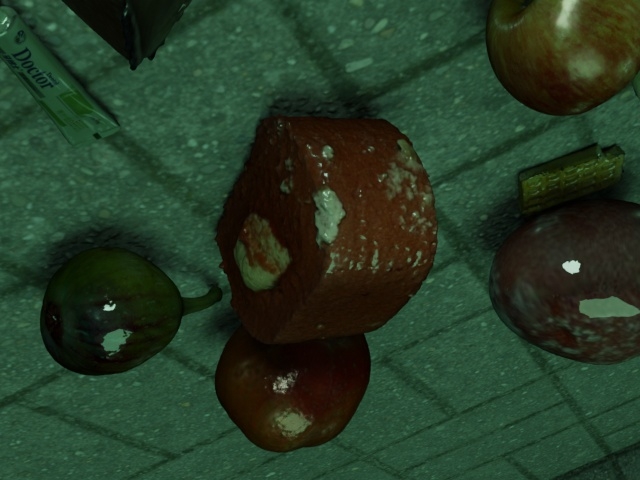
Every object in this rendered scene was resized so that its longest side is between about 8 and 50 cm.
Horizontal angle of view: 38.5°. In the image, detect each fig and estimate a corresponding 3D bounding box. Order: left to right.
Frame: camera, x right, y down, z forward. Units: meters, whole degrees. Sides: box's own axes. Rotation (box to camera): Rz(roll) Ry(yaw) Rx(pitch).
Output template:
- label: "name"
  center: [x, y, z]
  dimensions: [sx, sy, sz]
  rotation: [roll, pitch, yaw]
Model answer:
- label: "fig"
  center: [-0.185, 0.075, 1.010]
  dimensions: [0.245, 0.149, 0.149]
  rotation: [-4, 148, -47]

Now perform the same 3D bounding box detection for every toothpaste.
- label: "toothpaste"
  center: [-0.223, -0.132, 0.746]
  dimensions: [0.048, 0.029, 0.197]
  rotation: [-21, 152, 4]

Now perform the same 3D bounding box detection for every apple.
- label: "apple"
  center: [0.215, -0.184, 0.800]
  dimensions: [0.131, 0.146, 0.146]
  rotation: [36, 122, -27]

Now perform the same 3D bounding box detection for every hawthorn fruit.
- label: "hawthorn fruit"
  center: [-0.019, 0.153, 1.169]
  dimensions: [0.225, 0.196, 0.196]
  rotation: [-48, 142, 14]

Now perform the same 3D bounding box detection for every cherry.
- label: "cherry"
  center: [0.350, 0.051, 1.177]
  dimensions: [0.286, 0.212, 0.236]
  rotation: [6, 135, -18]

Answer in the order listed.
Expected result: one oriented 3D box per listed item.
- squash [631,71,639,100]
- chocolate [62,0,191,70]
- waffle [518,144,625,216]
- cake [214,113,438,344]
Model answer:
- label: "squash"
  center: [0.500, -0.211, 0.801]
  dimensions: [0.384, 0.263, 0.263]
  rotation: [-10, 148, -14]
- label: "chocolate"
  center: [-0.120, -0.212, 0.492]
  dimensions: [0.112, 0.112, 0.321]
  rotation: [-54, 179, -13]
- label: "waffle"
  center: [0.310, -0.077, 1.133]
  dimensions: [0.135, 0.021, 0.092]
  rotation: [-21, 149, 2]
- label: "cake"
  center: [0.000, 0.000, 0.933]
  dimensions: [0.151, 0.177, 0.283]
  rotation: [-1, 146, -27]
